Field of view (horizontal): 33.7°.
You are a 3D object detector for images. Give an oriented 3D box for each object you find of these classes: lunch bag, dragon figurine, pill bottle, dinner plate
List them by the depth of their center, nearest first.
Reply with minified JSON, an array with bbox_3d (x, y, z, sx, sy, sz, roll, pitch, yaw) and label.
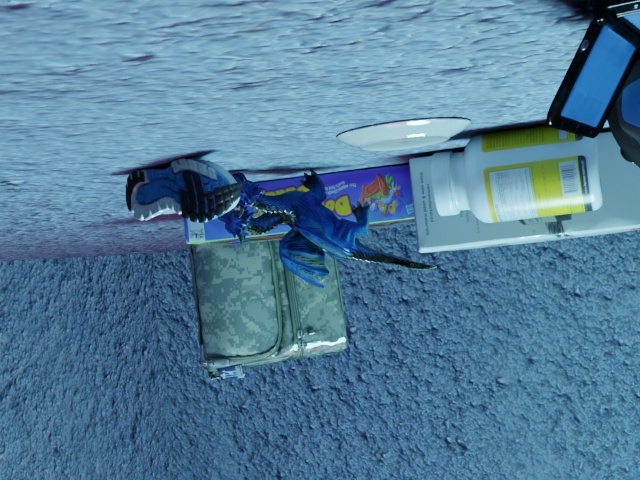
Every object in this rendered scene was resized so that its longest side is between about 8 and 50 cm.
[{"bbox_3d":[0.087,-0.108,1.099,0.141,0.017,0.141,-7,177,0],"label":"dinner plate"},{"bbox_3d":[0.224,-0.075,1.205,0.184,0.103,0.103,-6,178,16],"label":"pill bottle"},{"bbox_3d":[0.000,0.000,1.374,0.085,0.289,0.144,-53,-178,41],"label":"dragon figurine"},{"bbox_3d":[-0.104,0.082,1.885,0.255,0.305,0.212,-7,178,-10],"label":"lunch bag"}]

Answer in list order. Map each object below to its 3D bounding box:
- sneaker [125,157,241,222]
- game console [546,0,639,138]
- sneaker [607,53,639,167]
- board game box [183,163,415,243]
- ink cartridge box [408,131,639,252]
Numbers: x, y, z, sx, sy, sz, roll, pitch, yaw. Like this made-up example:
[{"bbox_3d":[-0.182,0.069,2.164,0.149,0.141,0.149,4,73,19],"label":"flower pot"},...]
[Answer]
[{"bbox_3d":[-0.139,-0.061,1.188,0.082,0.071,0.190,-13,-169,-39],"label":"sneaker"},{"bbox_3d":[0.198,-0.107,0.631,0.107,0.071,0.122,-7,178,27],"label":"game console"},{"bbox_3d":[0.292,-0.085,0.848,0.139,0.125,0.340,-1,179,37],"label":"sneaker"},{"bbox_3d":[-0.009,-0.050,1.606,0.347,0.078,0.233,-6,178,12],"label":"board game box"},{"bbox_3d":[0.291,-0.062,1.417,0.307,0.129,0.223,-7,178,14],"label":"ink cartridge box"}]
